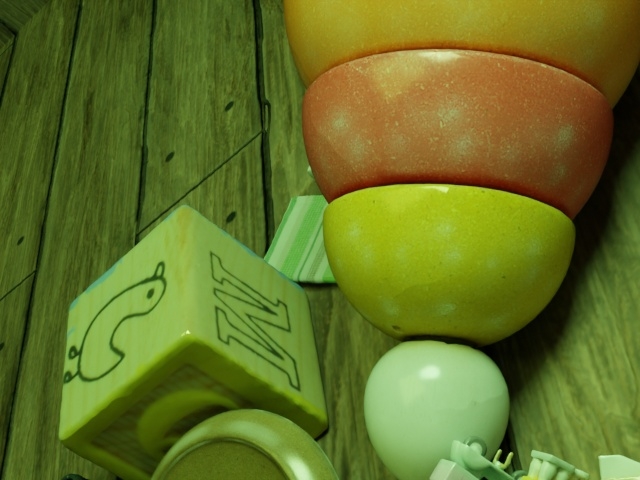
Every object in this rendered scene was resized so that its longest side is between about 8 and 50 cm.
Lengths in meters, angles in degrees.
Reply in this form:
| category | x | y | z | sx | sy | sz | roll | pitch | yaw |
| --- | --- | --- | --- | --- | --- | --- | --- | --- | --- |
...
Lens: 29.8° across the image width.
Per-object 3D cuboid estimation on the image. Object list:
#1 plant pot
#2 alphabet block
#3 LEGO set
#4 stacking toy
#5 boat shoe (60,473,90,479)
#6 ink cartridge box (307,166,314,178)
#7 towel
| category | x | y | z | sx | sy | sz | roll | pitch | yaw |
| --- | --- | --- | --- | --- | --- | --- | --- | --- | --- |
| plant pot | -0.079 | 0.264 | 1.049 | 0.236 | 0.032 | 0.236 | -9 | 74 | 33 |
| alphabet block | -0.127 | 0.123 | 1.201 | 0.192 | 0.193 | 0.197 | -41 | 33 | 21 |
| LEGO set | 0.168 | 0.203 | 0.783 | 0.107 | 0.132 | 0.287 | -66 | 11 | -11 |
| stacking toy | 0.102 | -0.033 | 1.009 | 0.351 | 0.351 | 0.479 | -11 | 65 | 48 |
| boat shoe | -0.244 | 0.346 | 1.165 | 0.095 | 0.079 | 0.254 | -24 | 41 | 35 |
| ink cartridge box | 0.099 | -0.168 | 1.335 | 0.189 | 0.066 | 0.232 | -9 | 56 | 50 |
| towel | 0.000 | 0.000 | 1.330 | 0.152 | 0.023 | 0.113 | 1 | 61 | 51 |
